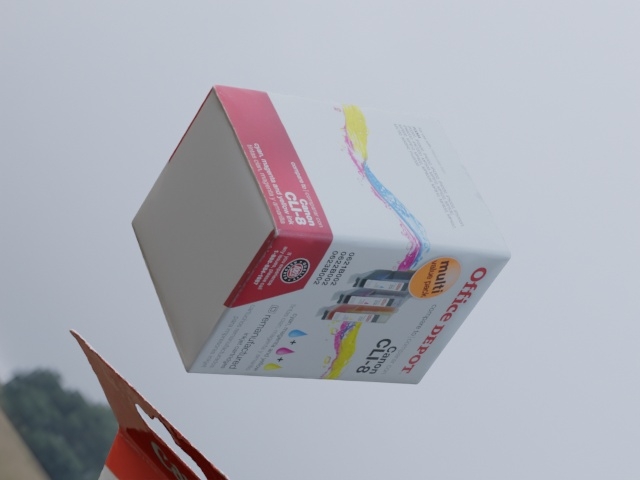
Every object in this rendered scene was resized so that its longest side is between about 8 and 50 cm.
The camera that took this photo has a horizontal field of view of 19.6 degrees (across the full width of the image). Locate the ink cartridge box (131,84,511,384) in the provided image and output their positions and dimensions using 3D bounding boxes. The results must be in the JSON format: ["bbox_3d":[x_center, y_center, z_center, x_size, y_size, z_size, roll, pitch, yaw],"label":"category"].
[{"bbox_3d":[0.000,0.000,1.141,0.128,0.176,0.127,-57,-137,35],"label":"ink cartridge box"}]

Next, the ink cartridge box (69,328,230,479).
[{"bbox_3d":[-0.055,0.140,0.743,0.145,0.045,0.179,36,-27,48],"label":"ink cartridge box"}]
